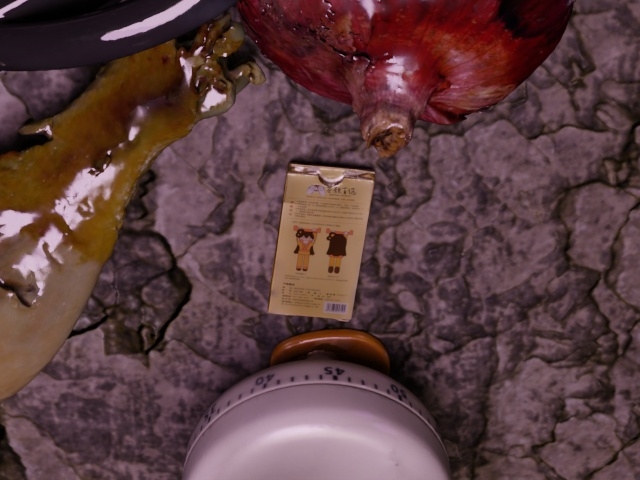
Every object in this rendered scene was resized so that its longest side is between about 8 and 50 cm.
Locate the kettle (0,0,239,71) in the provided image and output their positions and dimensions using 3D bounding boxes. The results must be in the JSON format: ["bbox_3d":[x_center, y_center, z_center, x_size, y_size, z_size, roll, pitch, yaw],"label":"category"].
[{"bbox_3d":[-0.148,-0.230,1.201,0.290,0.268,0.207,-24,152,6],"label":"kettle"}]

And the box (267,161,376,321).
[{"bbox_3d":[0.000,0.000,1.500,0.073,0.020,0.149,6,124,-6],"label":"box"}]

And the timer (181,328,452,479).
[{"bbox_3d":[0.001,0.222,1.517,0.233,0.240,0.233,-1,125,-2],"label":"timer"}]

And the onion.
[{"bbox_3d":[0.060,-0.163,1.259,0.252,0.219,0.252,2,162,1],"label":"onion"}]

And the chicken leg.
[{"bbox_3d":[-0.203,-0.024,1.416,0.201,0.153,0.429,33,110,-36],"label":"chicken leg"}]
